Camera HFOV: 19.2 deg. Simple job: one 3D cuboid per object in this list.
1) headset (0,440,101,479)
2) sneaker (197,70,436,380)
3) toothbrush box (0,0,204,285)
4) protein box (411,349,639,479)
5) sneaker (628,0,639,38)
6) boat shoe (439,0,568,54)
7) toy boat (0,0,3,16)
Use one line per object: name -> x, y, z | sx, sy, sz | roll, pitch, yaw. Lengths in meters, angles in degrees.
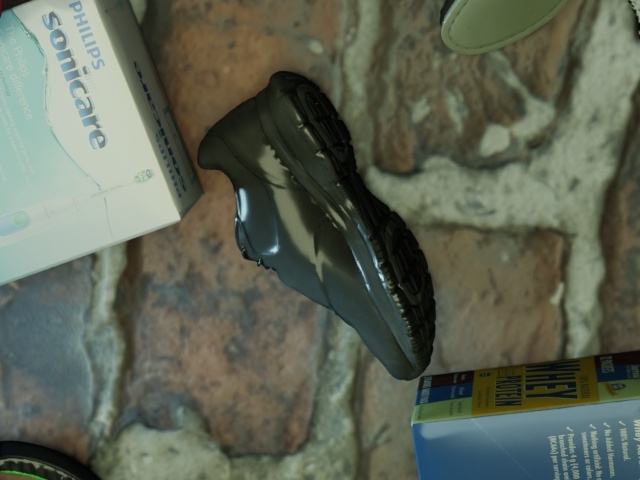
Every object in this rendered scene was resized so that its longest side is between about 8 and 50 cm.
headset -> -0.362, 0.317, 1.686 | 0.394, 0.185, 0.243 | -7, 102, -4
sneaker -> 0.000, 0.000, 1.630 | 0.130, 0.109, 0.286 | -29, 92, 21
toothbrush box -> -0.278, -0.078, 1.616 | 0.296, 0.126, 0.216 | -20, 99, 11
protein box -> 0.194, 0.217, 1.631 | 0.201, 0.136, 0.199 | -7, 102, 7
sneaker -> 0.274, -0.187, 1.584 | 0.083, 0.032, 0.037 | 41, 103, -4
boat shoe -> 0.185, -0.245, 1.563 | 0.228, 0.068, 0.081 | -40, 131, 15
toy boat -> -0.327, -0.216, 1.415 | 0.151, 0.231, 0.151 | -10, 86, 52
